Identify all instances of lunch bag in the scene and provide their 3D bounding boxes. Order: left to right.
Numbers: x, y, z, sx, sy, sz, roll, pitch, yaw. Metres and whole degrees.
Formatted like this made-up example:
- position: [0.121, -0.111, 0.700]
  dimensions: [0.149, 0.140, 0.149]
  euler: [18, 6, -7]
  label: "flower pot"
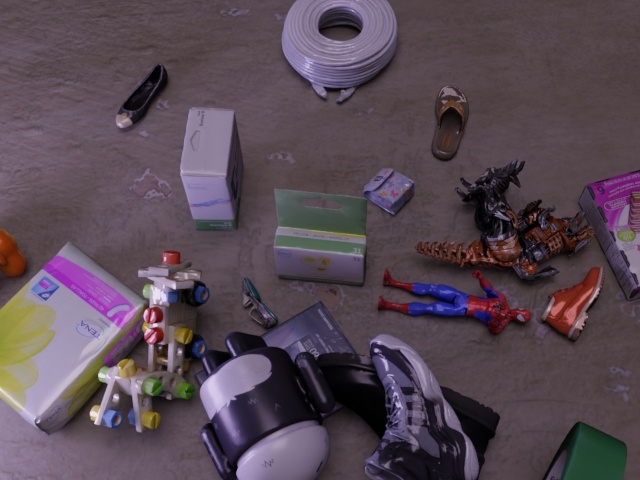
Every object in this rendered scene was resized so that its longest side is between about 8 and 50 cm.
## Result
- position: [0.136, -0.104, 1.746]
  dimensions: [0.083, 0.053, 0.071]
  euler: [34, 67, 28]
  label: "lunch bag"

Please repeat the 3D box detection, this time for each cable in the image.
- position: [0.040, -0.454, 1.910]
  dimensions: [0.257, 0.089, 0.257]
  euler: [-38, 67, -16]
  label: "cable"

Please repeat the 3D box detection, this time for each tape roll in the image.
- position: [0.357, 0.433, 1.304]
  dimensions: [0.077, 0.321, 0.321]
  euler: [25, 66, 13]
  label: "tape roll"

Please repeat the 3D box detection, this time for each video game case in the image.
- position: [-0.064, 0.255, 1.583]
  dimensions: [0.274, 0.026, 0.196]
  euler: [-29, 65, -13]
  label: "video game case"

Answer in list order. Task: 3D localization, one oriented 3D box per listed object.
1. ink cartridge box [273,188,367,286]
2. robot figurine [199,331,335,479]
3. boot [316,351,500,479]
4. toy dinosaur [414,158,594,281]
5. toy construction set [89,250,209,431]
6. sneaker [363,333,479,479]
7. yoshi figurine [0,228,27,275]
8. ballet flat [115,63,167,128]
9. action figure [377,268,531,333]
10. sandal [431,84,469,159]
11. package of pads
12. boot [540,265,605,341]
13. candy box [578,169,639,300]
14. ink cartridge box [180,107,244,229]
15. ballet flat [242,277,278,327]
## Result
- position: [0.000, 0.000, 1.594]
  dimensions: [0.171, 0.235, 0.056]
  euler: [6, 60, 5]
  label: "ink cartridge box"
- position: [-0.095, 0.290, 1.460]
  dimensions: [0.174, 0.209, 0.278]
  euler: [-14, 60, -29]
  label: "robot figurine"
- position: [0.117, 0.352, 1.447]
  dimensions: [0.348, 0.131, 0.260]
  euler: [22, 65, 4]
  label: "boot"
- position: [0.351, -0.023, 1.648]
  dimensions: [0.322, 0.164, 0.218]
  euler: [-7, 77, -25]
  label: "toy dinosaur"
- position: [-0.284, 0.160, 1.513]
  dimensions: [0.151, 0.215, 0.327]
  euler: [24, 107, 27]
  label: "toy construction set"
- position: [0.120, 0.283, 1.348]
  dimensions: [0.153, 0.101, 0.268]
  euler: [-25, 75, -24]
  label: "sneaker"
- position: [-0.726, 0.132, 1.625]
  dimensions: [0.203, 0.204, 0.362]
  euler: [50, 52, -18]
  label: "yoshi figurine"
- position: [-0.391, -0.313, 1.878]
  dimensions: [0.058, 0.049, 0.173]
  euler: [23, 66, 15]
  label: "ballet flat"
- position: [0.251, 0.102, 1.590]
  dimensions: [0.281, 0.139, 0.091]
  euler: [11, 65, 5]
  label: "action figure"
- position: [0.271, -0.253, 1.818]
  dimensions: [0.072, 0.049, 0.180]
  euler: [10, 63, 8]
  label: "sandal"
- position: [-0.475, 0.180, 1.598]
  dimensions: [0.229, 0.101, 0.296]
  euler: [34, 70, 20]
  label: "package of pads"
- position: [0.473, 0.102, 1.622]
  dimensions: [0.085, 0.059, 0.158]
  euler: [27, 68, 21]
  label: "boot"
- position: [0.621, -0.018, 1.668]
  dimensions: [0.159, 0.071, 0.233]
  euler: [-16, 64, -6]
  label: "candy box"
- position: [-0.207, -0.135, 1.686]
  dimensions: [0.093, 0.212, 0.154]
  euler: [1, 62, 3]
  label: "ink cartridge box"
- position: [-0.125, 0.121, 1.649]
  dimensions: [0.041, 0.041, 0.114]
  euler: [-32, 65, -13]
  label: "ballet flat"
